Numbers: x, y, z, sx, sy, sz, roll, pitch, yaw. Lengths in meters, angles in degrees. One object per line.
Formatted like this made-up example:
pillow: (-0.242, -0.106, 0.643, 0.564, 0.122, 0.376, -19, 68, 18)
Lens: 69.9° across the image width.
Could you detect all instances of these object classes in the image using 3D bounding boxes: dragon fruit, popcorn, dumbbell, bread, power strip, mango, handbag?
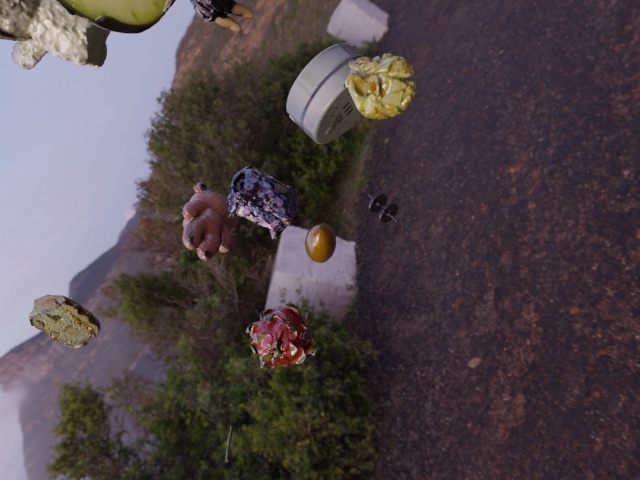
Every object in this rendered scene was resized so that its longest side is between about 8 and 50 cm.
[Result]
dragon fruit: (-0.079, 0.220, 1.050, 0.137, 0.236, 0.135, -16, 74, 10)
popcorn: (0.126, -0.316, 0.950, 0.162, 0.142, 0.135, -55, -22, -50)
dumbbell: (0.192, -0.099, 1.402, 0.069, 0.069, 0.147, -54, 50, 16)
bread: (-0.761, 0.237, 1.371, 0.128, 0.232, 0.088, -29, 55, -11)
power strip: (0.058, -0.530, 1.653, 0.357, 0.161, 0.357, -42, -12, -11)
mango: (0.000, 0.000, 1.642, 0.253, 0.113, 0.138, 86, -163, -73)
handbag: (-0.167, -0.124, 1.346, 0.126, 0.208, 0.228, -51, 12, 31)

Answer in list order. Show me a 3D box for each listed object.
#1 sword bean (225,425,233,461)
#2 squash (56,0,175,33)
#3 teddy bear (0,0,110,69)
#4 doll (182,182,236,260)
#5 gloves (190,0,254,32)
sword bean: (-0.228, 0.506, 1.141, 0.012, 0.012, 0.083, -35, 44, 53)
squash: (-0.255, -0.388, 0.539, 0.237, 0.155, 0.204, -32, -23, 1)
teddy bear: (-0.790, -0.636, 1.250, 0.327, 0.362, 0.375, -65, 22, 19)
doll: (-0.370, -0.036, 1.418, 0.156, 0.201, 0.303, -26, 27, 21)
gloves: (-0.200, -0.491, 0.852, 0.124, 0.203, 0.164, -30, 20, -21)
